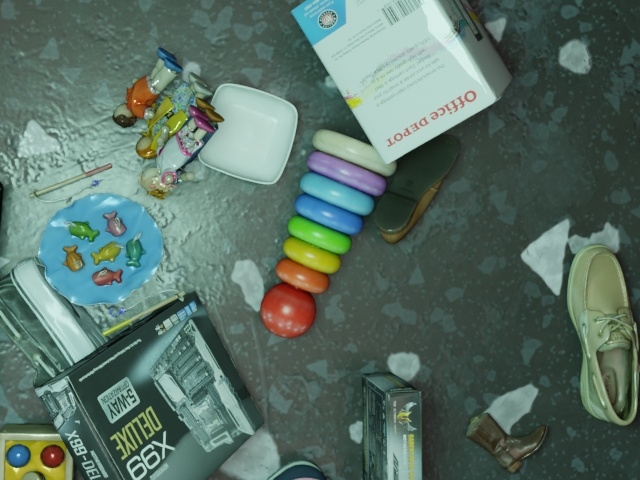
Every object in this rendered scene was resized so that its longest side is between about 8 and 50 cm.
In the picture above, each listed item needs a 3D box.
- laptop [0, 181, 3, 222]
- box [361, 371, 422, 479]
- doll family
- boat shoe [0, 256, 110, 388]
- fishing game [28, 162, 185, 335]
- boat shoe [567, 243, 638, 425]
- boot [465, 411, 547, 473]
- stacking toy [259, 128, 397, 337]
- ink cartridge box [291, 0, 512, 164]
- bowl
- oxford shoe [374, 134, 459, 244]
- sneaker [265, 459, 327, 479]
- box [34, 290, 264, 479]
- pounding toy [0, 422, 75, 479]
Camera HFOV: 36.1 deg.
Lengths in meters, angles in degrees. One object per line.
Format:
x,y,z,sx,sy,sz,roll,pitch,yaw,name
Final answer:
-0.709,0.086,1.431,0.408,0.236,0.382,5,88,-31,laptop
0.110,0.335,1.540,0.056,0.183,0.231,-1,91,-9,box
-0.220,-0.151,1.471,0.118,0.263,0.163,26,114,-41,doll family
-0.383,0.187,1.494,0.119,0.121,0.335,-36,88,5,boat shoe
-0.331,0.008,1.470,0.189,0.041,0.264,-23,71,-17,fishing game
0.485,0.157,1.645,0.109,0.098,0.302,-4,92,-10,boat shoe
0.312,0.320,1.652,0.114,0.037,0.106,43,82,-4,boot
0.000,0.000,1.545,0.141,0.141,0.330,21,92,-10,stacking toy
0.131,-0.292,1.487,0.198,0.197,0.270,-29,97,25,ink cartridge box
-0.116,-0.167,1.553,0.142,0.053,0.142,17,88,-9,bowl
0.156,-0.084,1.602,0.076,0.076,0.212,29,70,23,oxford shoe
-0.111,0.478,1.528,0.112,0.131,0.319,43,84,-9,sneaker
-0.236,0.244,1.430,0.076,0.307,0.242,-23,96,33,box
-0.421,0.357,1.485,0.130,0.100,0.141,2,91,-10,pounding toy
